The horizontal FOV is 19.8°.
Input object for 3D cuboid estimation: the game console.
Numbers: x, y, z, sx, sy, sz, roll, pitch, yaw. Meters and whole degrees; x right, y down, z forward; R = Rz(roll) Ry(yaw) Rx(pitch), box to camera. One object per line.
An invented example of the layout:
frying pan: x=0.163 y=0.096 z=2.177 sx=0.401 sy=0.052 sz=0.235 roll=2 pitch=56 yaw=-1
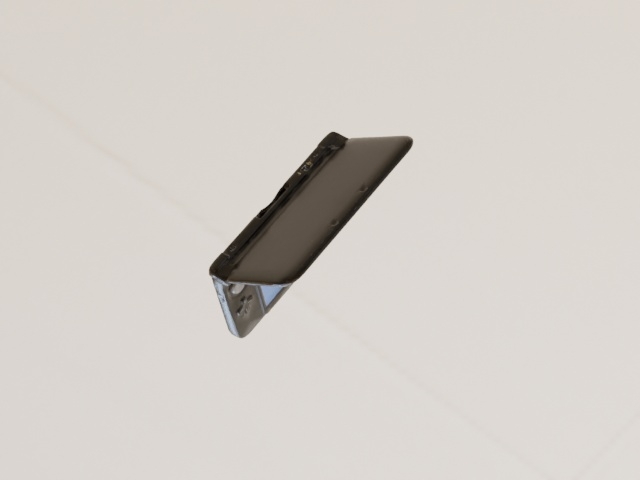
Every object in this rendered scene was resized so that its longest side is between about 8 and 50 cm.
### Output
game console: x=0.000 y=0.000 z=1.071 sx=0.071 sy=0.122 sz=0.107 roll=28 pitch=-28 yaw=27
